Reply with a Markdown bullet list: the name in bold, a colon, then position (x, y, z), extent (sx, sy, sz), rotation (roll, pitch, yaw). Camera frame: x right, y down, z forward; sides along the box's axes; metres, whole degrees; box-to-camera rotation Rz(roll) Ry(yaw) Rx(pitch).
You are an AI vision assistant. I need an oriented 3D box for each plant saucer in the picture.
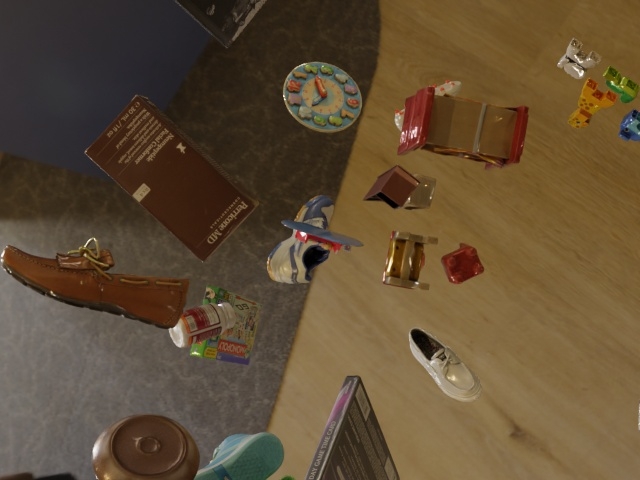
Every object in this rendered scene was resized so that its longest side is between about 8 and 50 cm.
- **plant saucer**: position (-0.321, 0.393, 1.289), extent (0.198, 0.198, 0.036), rotation (40, 129, 29)

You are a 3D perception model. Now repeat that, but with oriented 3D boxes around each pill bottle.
- **pill bottle**: position (-0.291, 0.205, 1.714), extent (0.086, 0.152, 0.086), rotation (23, 120, 47)

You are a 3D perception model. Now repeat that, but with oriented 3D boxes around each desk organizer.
- **desk organizer**: position (0.111, -0.079, 1.107), extent (0.047, 0.130, 0.050), rotation (36, 82, -5)

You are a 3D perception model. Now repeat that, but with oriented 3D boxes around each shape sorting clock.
- **shape sorting clock**: position (0.007, -0.366, 1.751), extent (0.206, 0.040, 0.206), rotation (4, 66, -9)

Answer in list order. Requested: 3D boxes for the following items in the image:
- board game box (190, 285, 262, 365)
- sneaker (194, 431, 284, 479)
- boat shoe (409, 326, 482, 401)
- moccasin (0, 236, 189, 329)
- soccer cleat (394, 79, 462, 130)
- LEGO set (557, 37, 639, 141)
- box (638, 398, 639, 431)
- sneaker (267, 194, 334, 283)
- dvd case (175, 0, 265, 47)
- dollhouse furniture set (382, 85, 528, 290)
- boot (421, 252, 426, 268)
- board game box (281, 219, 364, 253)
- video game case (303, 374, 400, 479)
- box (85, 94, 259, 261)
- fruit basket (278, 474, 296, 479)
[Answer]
- **board game box**: position (-0.291, 0.277, 2.196), extent (0.046, 0.317, 0.214), rotation (7, 79, 22)
- **sneaker**: position (-0.251, 0.583, 1.686), extent (0.127, 0.319, 0.208), rotation (64, 153, 0)
- **boat shoe**: position (0.229, 0.225, 1.293), extent (0.066, 0.063, 0.184), rotation (-34, 43, -5)
- **moccasin**: position (-0.461, 0.073, 1.442), extent (0.139, 0.379, 0.147), rotation (177, 110, -75)
- **soccer cleat**: position (0.282, -0.343, 1.786), extent (0.196, 0.076, 0.068), rotation (-32, 26, 1)
- **LEGO set**: position (0.476, -0.223, 1.158), extent (0.227, 0.093, 0.087), rotation (34, 64, -2)
- **box**: position (0.755, 0.376, 1.426), extent (0.126, 0.137, 0.072), rotation (-178, 92, -74)
- **sneaker**: position (-0.016, 0.004, 1.837), extent (0.130, 0.112, 0.296), rotation (11, 54, 31)
- **dvd case**: position (-0.152, -0.491, 1.236), extent (0.239, 0.179, 0.029), rotation (-50, 49, 3)
- **dollhouse furniture set**: position (0.239, -0.086, 1.304), extent (0.201, 0.152, 0.374), rotation (11, 90, -9)
- **boot**: position (0.238, 0.043, 1.826), extent (0.084, 0.158, 0.059), rotation (-42, 54, -17)
- **board game box**: position (0.000, 0.000, 1.359), extent (0.168, 0.133, 0.033), rotation (17, 98, 12)
- **video game case**: position (0.032, 0.330, 0.842), extent (0.026, 0.274, 0.196), rotation (-8, 118, 26)
- **box**: position (-0.351, -0.148, 1.667), extent (0.381, 0.143, 0.191), rotation (43, 94, -7)
- **fruit basket**: position (-0.106, 0.633, 1.471), extent (0.327, 0.353, 0.165), rotation (-33, 78, -19)
